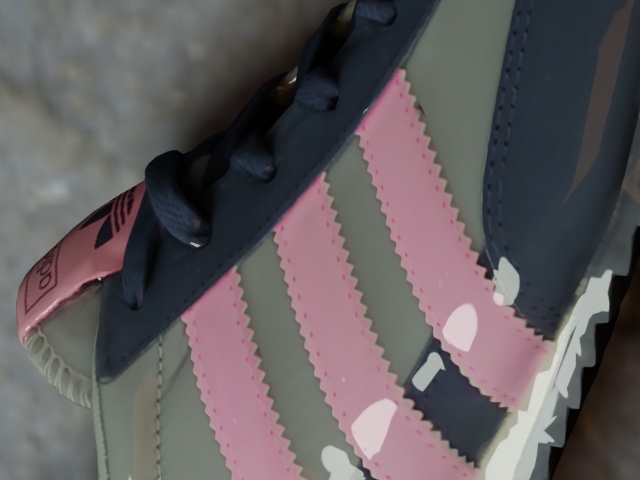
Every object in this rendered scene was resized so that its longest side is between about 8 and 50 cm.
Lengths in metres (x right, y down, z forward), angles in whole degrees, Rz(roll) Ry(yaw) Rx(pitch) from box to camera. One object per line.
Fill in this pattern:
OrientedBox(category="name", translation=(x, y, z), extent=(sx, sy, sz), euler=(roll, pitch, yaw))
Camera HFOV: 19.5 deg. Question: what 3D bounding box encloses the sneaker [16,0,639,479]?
OrientedBox(category="sneaker", translation=(0.000, 0.000, 0.414), extent=(0.131, 0.112, 0.319), euler=(20, 111, 5))
